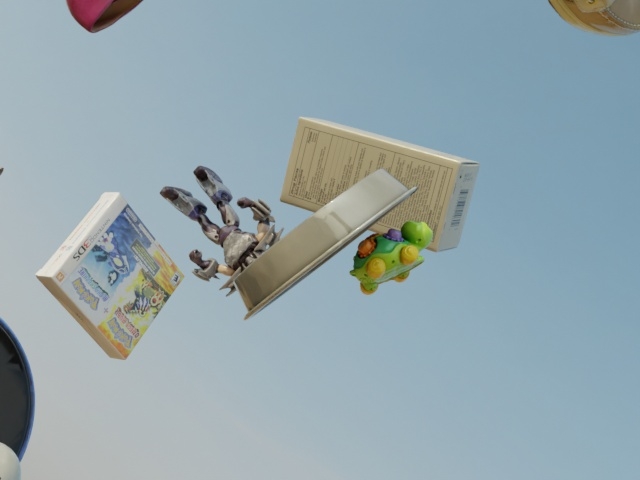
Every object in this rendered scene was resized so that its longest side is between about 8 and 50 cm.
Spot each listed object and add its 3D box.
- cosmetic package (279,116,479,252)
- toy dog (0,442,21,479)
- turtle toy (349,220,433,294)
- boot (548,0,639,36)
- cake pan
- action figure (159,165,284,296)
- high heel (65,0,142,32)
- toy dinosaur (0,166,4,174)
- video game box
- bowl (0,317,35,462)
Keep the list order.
[{"bbox_3d":[0.099,-0.100,1.560,0.309,0.160,0.113,20,13,26],"label":"cosmetic package"},{"bbox_3d":[-0.334,0.386,0.969,0.161,0.220,0.334,53,-8,50],"label":"toy dog"},{"bbox_3d":[0.096,0.017,1.213,0.095,0.130,0.066,105,-39,-67],"label":"turtle toy"},{"bbox_3d":[0.242,-0.217,0.664,0.213,0.077,0.165,26,-10,-40],"label":"boot"},{"bbox_3d":[0.000,0.000,1.210,0.054,0.293,0.293,53,-24,2],"label":"cake pan"},{"bbox_3d":[-0.179,-0.019,1.667,0.285,0.185,0.099,48,0,37],"label":"action figure"},{"bbox_3d":[-0.261,-0.471,1.576,0.127,0.377,0.181,79,-14,-60],"label":"high heel"},{"bbox_3d":[-0.482,-0.104,0.980,0.200,0.127,0.295,42,14,22],"label":"toy dinosaur"},{"bbox_3d":[-0.333,0.058,1.456,0.048,0.187,0.205,3,-41,40],"label":"video game box"},{"bbox_3d":[-0.612,0.254,1.371,0.077,0.391,0.391,-11,-54,40],"label":"bowl"}]
